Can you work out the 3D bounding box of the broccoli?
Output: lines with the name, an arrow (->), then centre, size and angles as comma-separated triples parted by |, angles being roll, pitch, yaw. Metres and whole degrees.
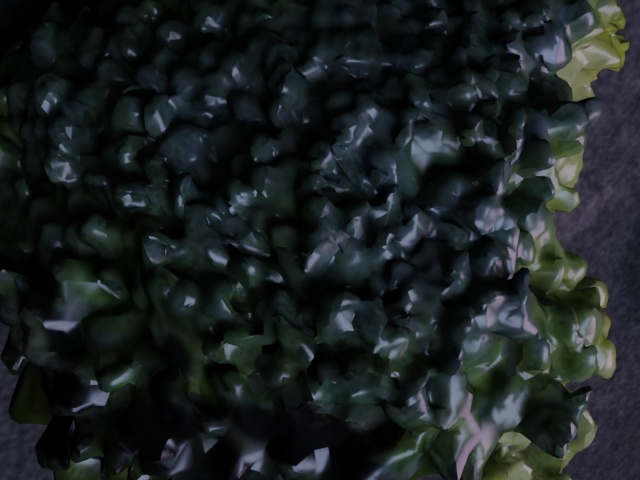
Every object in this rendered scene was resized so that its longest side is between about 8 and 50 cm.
broccoli -> -0.004, -0.008, 0.707 | 0.293, 0.348, 0.281 | 0, 146, 18
